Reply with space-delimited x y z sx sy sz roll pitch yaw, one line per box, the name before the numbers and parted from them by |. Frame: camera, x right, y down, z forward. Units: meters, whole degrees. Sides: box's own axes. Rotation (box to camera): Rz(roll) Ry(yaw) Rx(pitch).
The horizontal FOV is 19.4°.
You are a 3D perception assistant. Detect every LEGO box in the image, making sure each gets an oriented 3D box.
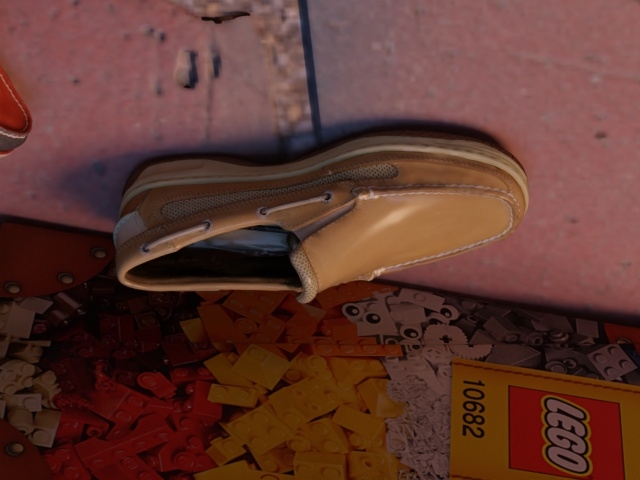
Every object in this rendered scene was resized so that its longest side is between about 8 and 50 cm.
LEGO box | -0.019 0.260 0.987 0.372 0.193 0.500 9 130 -2

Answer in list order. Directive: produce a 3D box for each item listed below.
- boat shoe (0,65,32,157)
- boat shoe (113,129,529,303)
boat shoe | -0.165 -0.092 0.801 0.043 0.049 0.137 -26 118 22
boat shoe | 0.000 0.000 0.845 0.190 0.072 0.068 -7 129 11
